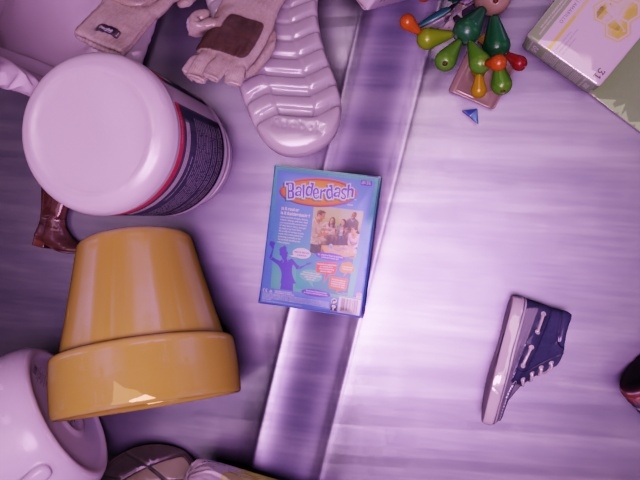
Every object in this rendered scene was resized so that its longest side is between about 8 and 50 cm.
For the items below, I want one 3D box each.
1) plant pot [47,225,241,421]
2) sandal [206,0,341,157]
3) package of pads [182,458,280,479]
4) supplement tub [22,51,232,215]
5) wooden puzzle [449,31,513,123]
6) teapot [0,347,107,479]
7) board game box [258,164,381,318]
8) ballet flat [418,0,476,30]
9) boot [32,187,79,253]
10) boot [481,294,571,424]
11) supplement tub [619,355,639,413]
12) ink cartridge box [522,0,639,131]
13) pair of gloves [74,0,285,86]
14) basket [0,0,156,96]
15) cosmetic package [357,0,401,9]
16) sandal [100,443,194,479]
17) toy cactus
[{"bbox_3d":[-0.251,0.115,0.821,0.254,0.254,0.238,-11,75,9],"label":"plant pot"},{"bbox_3d":[-0.073,-0.303,0.834,0.170,0.102,0.415,-8,76,0],"label":"sandal"},{"bbox_3d":[-0.085,0.467,0.843,0.297,0.101,0.229,18,96,-6],"label":"package of pads"},{"bbox_3d":[-0.239,-0.128,0.782,0.191,0.272,0.191,0,92,9],"label":"supplement tub"},{"bbox_3d":[0.234,-0.235,0.841,0.079,0.014,0.116,33,96,10],"label":"wooden puzzle"},{"bbox_3d":[-0.444,0.294,0.829,0.187,0.256,0.252,-29,69,-9],"label":"teapot"},{"bbox_3d":[0.000,0.000,0.865,0.160,0.047,0.210,8,94,8],"label":"board game box"},{"bbox_3d":[0.193,-0.326,0.832,0.114,0.041,0.041,-36,87,9],"label":"ballet flat"},{"bbox_3d":[-0.410,-0.038,0.933,0.107,0.037,0.114,12,89,6],"label":"boot"},{"bbox_3d":[0.290,0.179,0.818,0.086,0.069,0.189,15,92,10],"label":"boot"},{"bbox_3d":[0.509,0.241,0.771,0.106,0.106,0.198,-44,85,7],"label":"supplement tub"},{"bbox_3d":[0.427,-0.272,0.791,0.235,0.056,0.171,39,96,7],"label":"ink cartridge box"},{"bbox_3d":[-0.168,-0.298,0.758,0.240,0.042,0.204,16,68,3],"label":"pair of gloves"},{"bbox_3d":[-0.410,-0.367,0.772,0.267,0.331,0.328,18,94,9],"label":"basket"},{"bbox_3d":[0.024,-0.509,0.754,0.365,0.155,0.197,48,132,2],"label":"cosmetic package"},{"bbox_3d":[-0.332,0.425,0.907,0.303,0.086,0.120,-31,67,-7],"label":"sandal"},{"bbox_3d":[0.211,-0.304,0.771,0.219,0.112,0.180,40,79,-13],"label":"toy cactus"}]
